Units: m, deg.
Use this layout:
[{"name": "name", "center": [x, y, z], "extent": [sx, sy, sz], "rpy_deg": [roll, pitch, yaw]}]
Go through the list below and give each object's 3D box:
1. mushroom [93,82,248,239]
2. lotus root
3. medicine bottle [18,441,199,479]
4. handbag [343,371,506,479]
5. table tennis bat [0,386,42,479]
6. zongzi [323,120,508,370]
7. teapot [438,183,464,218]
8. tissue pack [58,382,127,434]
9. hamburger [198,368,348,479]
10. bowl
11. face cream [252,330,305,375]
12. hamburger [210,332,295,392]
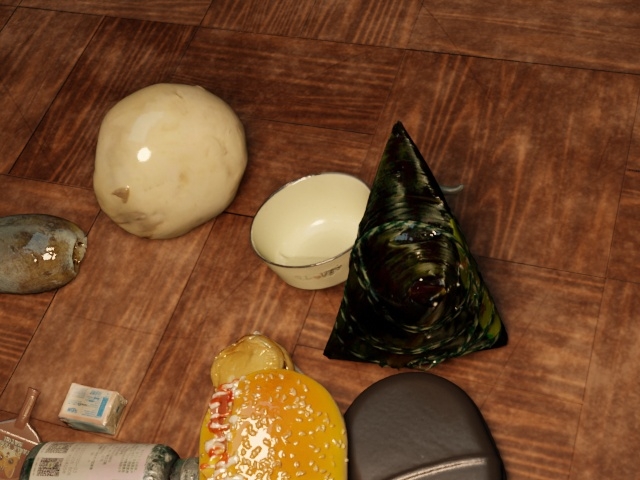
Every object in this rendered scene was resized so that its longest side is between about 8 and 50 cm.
[{"name": "mushroom", "center": [-0.319, -0.172, 1.867], "extent": [0.314, 0.314, 0.336], "rpy_deg": [-40, 37, -17]}, {"name": "lotus root", "center": [-0.610, 0.026, 1.842], "extent": [0.322, 0.140, 0.158], "rpy_deg": [-4, 55, 11]}, {"name": "medicine bottle", "center": [-0.318, 0.393, 1.522], "extent": [0.293, 0.141, 0.141], "rpy_deg": [-2, 55, 10]}, {"name": "handbag", "center": [0.151, 0.347, 1.495], "extent": [0.254, 0.093, 0.308], "rpy_deg": [-18, 54, -3]}, {"name": "table tennis bat", "center": [-0.526, 0.339, 1.684], "extent": [0.108, 0.119, 0.169], "rpy_deg": [21, 83, -5]}, {"name": "zongzi", "center": [0.145, 0.016, 1.555], "extent": [0.319, 0.383, 0.362], "rpy_deg": [-5, 61, 2]}, {"name": "teapot", "center": [0.186, 0.006, 1.711], "extent": [0.149, 0.162, 0.239], "rpy_deg": [14, 83, 6]}, {"name": "tissue pack", "center": [-0.393, 0.292, 1.659], "extent": [0.095, 0.058, 0.074], "rpy_deg": [8, 59, 17]}, {"name": "hamburger", "center": [-0.070, 0.346, 1.450], "extent": [0.227, 0.151, 0.295], "rpy_deg": [-3, 67, 2]}, {"name": "bowl", "center": [0.000, 0.000, 1.735], "extent": [0.238, 0.126, 0.237], "rpy_deg": [-12, 43, 11]}, {"name": "face cream", "center": [-0.076, 0.206, 1.674], "extent": [0.034, 0.034, 0.130], "rpy_deg": [-37, 58, -15]}, {"name": "hamburger", "center": [-0.110, 0.231, 1.617], "extent": [0.138, 0.083, 0.147], "rpy_deg": [-41, 58, 16]}]
